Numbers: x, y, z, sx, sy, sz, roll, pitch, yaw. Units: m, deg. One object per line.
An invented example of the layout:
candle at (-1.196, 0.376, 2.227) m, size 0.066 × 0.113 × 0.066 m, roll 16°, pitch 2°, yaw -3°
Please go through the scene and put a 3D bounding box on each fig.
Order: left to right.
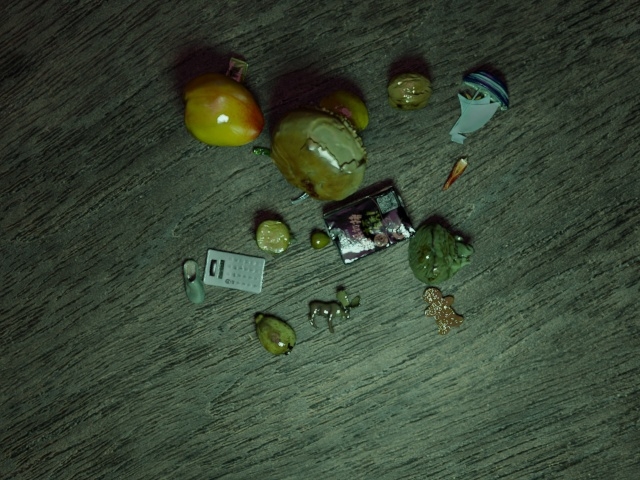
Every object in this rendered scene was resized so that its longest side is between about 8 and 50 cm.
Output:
fig at (0.000, 0.000, 1.866) m, size 0.088 × 0.074 × 0.073 m, roll -8°, pitch 93°, yaw -12°

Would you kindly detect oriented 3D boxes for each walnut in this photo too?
walnut at (0.358, -0.596, 1.773) m, size 0.184 × 0.155 × 0.155 m, roll -1°, pitch 93°, yaw 4°

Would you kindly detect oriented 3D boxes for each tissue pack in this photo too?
tissue pack at (0.195, -0.062, 1.830) m, size 0.333 × 0.123 × 0.244 m, roll -24°, pitch 86°, yaw 1°

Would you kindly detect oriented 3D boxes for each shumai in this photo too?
shumai at (0.493, 0.060, 1.812) m, size 0.218 × 0.189 × 0.255 m, roll 4°, pitch 77°, yaw -15°

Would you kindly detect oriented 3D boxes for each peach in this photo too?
peach at (-0.381, -0.508, 1.757) m, size 0.308 × 0.289 × 0.288 m, roll -5°, pitch 93°, yaw -14°

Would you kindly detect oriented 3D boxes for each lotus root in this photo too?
lotus root at (-0.199, 0.394, 1.878) m, size 0.214 × 0.138 × 0.138 m, roll 37°, pitch 95°, yaw 11°

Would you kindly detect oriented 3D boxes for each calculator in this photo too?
calculator at (-0.374, 0.131, 1.917) m, size 0.262 × 0.021 × 0.161 m, roll 9°, pitch 94°, yaw 2°

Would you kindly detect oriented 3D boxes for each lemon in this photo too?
lemon at (0.093, -0.510, 1.782) m, size 0.207 × 0.170 × 0.170 m, roll 41°, pitch 95°, yaw 0°

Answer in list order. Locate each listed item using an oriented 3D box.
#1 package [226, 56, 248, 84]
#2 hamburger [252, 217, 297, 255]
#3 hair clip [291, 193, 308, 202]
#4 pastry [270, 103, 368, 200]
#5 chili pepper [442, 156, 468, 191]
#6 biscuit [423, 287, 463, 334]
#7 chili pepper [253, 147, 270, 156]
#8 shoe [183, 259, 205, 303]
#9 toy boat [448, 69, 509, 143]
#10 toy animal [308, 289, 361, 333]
package at (-0.354, -0.687, 1.853) m, size 0.071 × 0.047 × 0.131 m, roll 17°, pitch 96°, yaw -1°
hamburger at (-0.187, -0.016, 1.850) m, size 0.185 × 0.131 × 0.159 m, roll 12°, pitch 85°, yaw -4°
hair clip at (-0.075, -0.191, 1.880) m, size 0.115 × 0.030 × 0.039 m, roll -32°, pitch 72°, yaw 2°
pastry at (-0.002, -0.338, 1.711) m, size 0.410 × 0.409 × 0.245 m, roll 33°, pitch 66°, yaw 1°
chili pepper at (0.555, -0.270, 1.841) m, size 0.045 × 0.027 × 0.178 m, roll 33°, pitch 94°, yaw 5°
biscuit at (0.506, 0.287, 1.875) m, size 0.138 × 0.031 × 0.205 m, roll -35°, pitch 91°, yaw 4°
chili pepper at (-0.244, -0.373, 1.879) m, size 0.091 × 0.034 × 0.030 m, roll 12°, pitch 127°, yaw 1°
shoe at (-0.550, 0.178, 1.902) m, size 0.079 × 0.078 × 0.195 m, roll -9°, pitch 89°, yaw 3°
toy boat at (0.627, -0.530, 1.807) m, size 0.221 × 0.067 × 0.291 m, roll 32°, pitch 97°, yaw 0°
toy animal at (0.055, 0.294, 1.870) m, size 0.215 × 0.094 × 0.185 m, roll 12°, pitch 86°, yaw 10°
